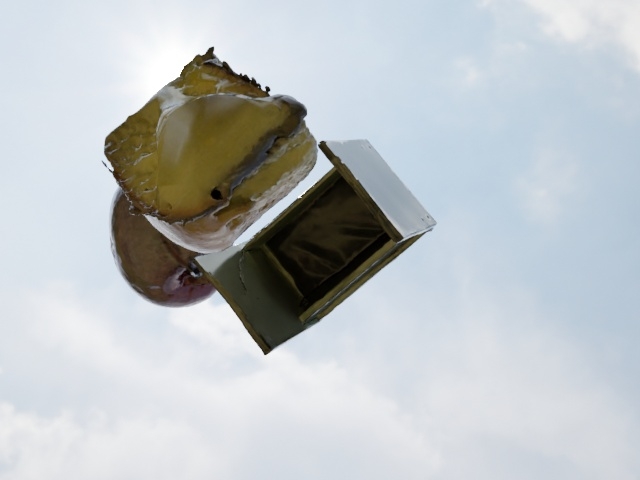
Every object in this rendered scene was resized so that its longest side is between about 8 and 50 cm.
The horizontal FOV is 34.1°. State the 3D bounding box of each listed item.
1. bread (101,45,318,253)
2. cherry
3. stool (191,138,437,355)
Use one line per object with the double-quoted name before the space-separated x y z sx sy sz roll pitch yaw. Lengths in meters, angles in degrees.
"bread" -0.117 -0.082 1.146 0.162 0.204 0.262 55 -6 -36
"cherry" -0.232 0.000 1.617 0.266 0.183 0.213 58 -30 34
"stool" 0.000 0.000 1.447 0.243 0.269 0.170 -41 -96 15
